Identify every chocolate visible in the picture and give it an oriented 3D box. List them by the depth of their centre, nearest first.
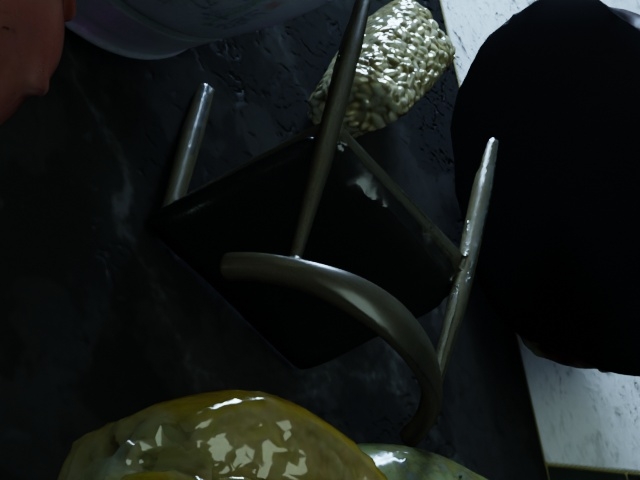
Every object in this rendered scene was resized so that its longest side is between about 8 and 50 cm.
[{"bbox_3d":[0.256,-0.033,1.370,0.210,0.225,0.340,19,55,-64],"label":"chocolate"}]

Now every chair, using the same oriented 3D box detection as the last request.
[{"bbox_3d":[0.000,0.000,1.021,0.188,0.166,0.272,46,33,-29],"label":"chair"}]

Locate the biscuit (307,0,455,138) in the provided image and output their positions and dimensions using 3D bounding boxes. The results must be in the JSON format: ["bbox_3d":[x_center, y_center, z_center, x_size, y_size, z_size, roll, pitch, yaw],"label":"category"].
[{"bbox_3d":[0.050,-0.138,1.255,0.070,0.082,0.168,55,35,-14],"label":"biscuit"}]

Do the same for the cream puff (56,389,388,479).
[{"bbox_3d":[-0.089,0.241,0.686,0.327,0.231,0.343,24,58,-40],"label":"cream puff"}]

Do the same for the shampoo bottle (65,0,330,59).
[{"bbox_3d":[-0.069,-0.268,0.995,0.273,0.266,0.273,30,48,-40],"label":"shampoo bottle"}]

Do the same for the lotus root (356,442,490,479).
[{"bbox_3d":[0.063,0.221,0.987,0.309,0.173,0.173,25,51,-49],"label":"lotus root"}]

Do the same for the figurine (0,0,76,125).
[{"bbox_3d":[-0.221,-0.092,0.765,0.207,0.166,0.387,49,46,-41],"label":"figurine"}]
